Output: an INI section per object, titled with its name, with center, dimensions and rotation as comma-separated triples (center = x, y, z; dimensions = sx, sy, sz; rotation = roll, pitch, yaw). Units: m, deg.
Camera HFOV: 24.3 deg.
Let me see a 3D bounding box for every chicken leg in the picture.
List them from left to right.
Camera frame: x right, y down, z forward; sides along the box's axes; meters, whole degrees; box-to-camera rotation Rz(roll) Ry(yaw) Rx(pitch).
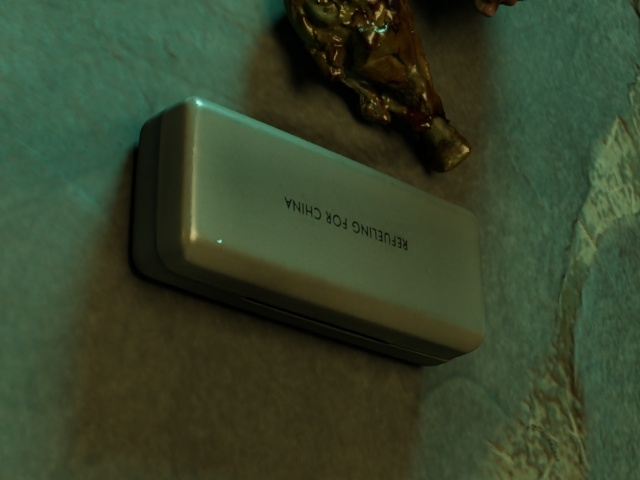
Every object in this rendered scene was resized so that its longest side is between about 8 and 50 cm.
[chicken leg]
center = 0.040, -0.109, 0.964
dimensions = 0.178, 0.070, 0.093
rotation = 51, 44, -33

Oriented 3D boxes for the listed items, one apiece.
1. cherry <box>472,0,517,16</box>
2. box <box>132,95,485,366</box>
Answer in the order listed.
[cherry]
center = 0.137, -0.283, 1.054
dimensions = 0.192, 0.175, 0.250
rotation = 38, 47, -14
[box]
center = 0.000, 0.000, 0.877
dimensions = 0.243, 0.055, 0.103
rotation = 20, 60, -39
